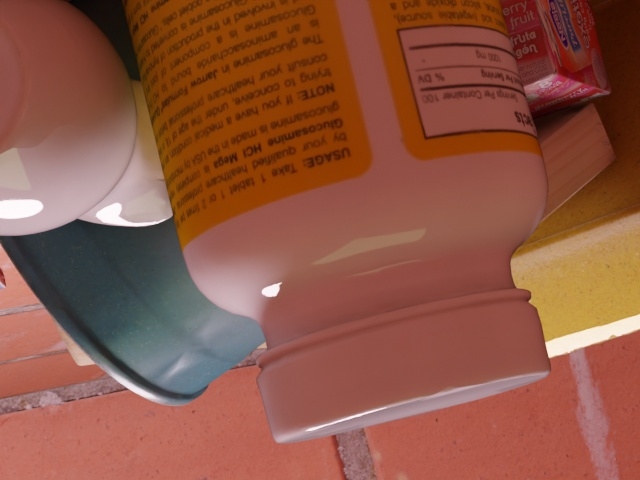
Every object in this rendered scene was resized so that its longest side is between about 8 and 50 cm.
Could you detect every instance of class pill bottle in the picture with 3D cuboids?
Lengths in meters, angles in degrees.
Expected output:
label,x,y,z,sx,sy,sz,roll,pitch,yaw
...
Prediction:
label,x,y,z,sx,sy,sz,roll,pitch,yaw
pill bottle,0.006,-0.076,0.874,0.188,0.334,0.188,-13,171,-2

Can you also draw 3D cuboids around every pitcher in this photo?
label,x,y,z,sx,sy,sz,roll,pitch,yaw
pitcher,-0.175,-0.065,0.909,0.177,0.125,0.207,6,176,14

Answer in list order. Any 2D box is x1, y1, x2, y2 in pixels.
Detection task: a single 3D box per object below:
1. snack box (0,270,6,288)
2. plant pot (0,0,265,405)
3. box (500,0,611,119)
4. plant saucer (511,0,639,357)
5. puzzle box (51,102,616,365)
label,x,y,z,sx,sy,sz,roll,pitch,yaw
snack box,-0.398,0.039,1.939,0.064,0.022,0.178,-14,171,-4
plant pot,-0.054,-0.075,1.114,0.255,0.272,0.271,-33,166,14
box,0.069,-0.132,1.295,0.257,0.123,0.128,-18,171,27
plant saucer,0.245,-0.092,1.374,0.081,0.333,0.333,30,144,-34
puzzle box,0.000,0.000,1.372,0.409,0.052,0.272,-8,-157,50
